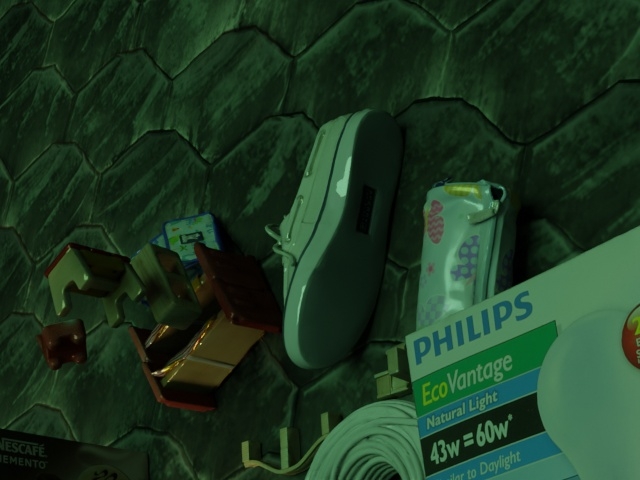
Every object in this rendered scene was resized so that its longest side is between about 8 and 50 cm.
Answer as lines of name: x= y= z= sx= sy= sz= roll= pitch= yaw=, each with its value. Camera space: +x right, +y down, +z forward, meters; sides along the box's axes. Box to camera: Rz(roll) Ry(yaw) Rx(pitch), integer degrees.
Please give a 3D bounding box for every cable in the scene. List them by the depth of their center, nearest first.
cable: x=0.083 y=0.322 z=1.564 sx=0.257 sy=0.089 sz=0.257 roll=16 pitch=88 yaw=51

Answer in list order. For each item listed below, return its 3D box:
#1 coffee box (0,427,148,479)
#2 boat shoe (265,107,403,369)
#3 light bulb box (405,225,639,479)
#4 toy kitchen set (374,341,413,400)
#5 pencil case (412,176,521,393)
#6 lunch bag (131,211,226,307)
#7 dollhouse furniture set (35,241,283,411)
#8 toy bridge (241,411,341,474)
coffee box: x=-0.409 y=0.392 z=1.935 sx=0.119 sy=0.297 sz=0.168 roll=-30 pitch=54 yaw=38
boat shoe: x=-0.006 y=-0.004 z=1.758 sx=0.156 sy=0.135 sz=0.367 roll=-2 pitch=71 yaw=48
light bulb box: x=0.300 y=0.214 z=1.249 sx=0.358 sy=0.225 sz=0.361 roll=-31 pitch=55 yaw=38
toy kitchen set: x=0.089 y=0.154 z=1.631 sx=0.083 sy=0.075 sz=0.068 roll=-24 pitch=57 yaw=36
pencil case: x=0.177 y=0.066 z=1.535 sx=0.124 sy=0.113 sz=0.273 roll=-14 pitch=65 yaw=55
lunch bag: x=-0.213 y=0.035 z=2.010 sx=0.151 sy=0.096 sz=0.129 roll=-37 pitch=35 yaw=10
dollhouse furniture set: x=-0.253 y=0.102 z=1.817 sx=0.201 sy=0.374 sz=0.152 roll=-48 pitch=49 yaw=23
toy bridge: x=-0.042 y=0.288 z=1.768 sx=0.188 sy=0.026 sz=0.063 roll=-27 pitch=58 yaw=41
